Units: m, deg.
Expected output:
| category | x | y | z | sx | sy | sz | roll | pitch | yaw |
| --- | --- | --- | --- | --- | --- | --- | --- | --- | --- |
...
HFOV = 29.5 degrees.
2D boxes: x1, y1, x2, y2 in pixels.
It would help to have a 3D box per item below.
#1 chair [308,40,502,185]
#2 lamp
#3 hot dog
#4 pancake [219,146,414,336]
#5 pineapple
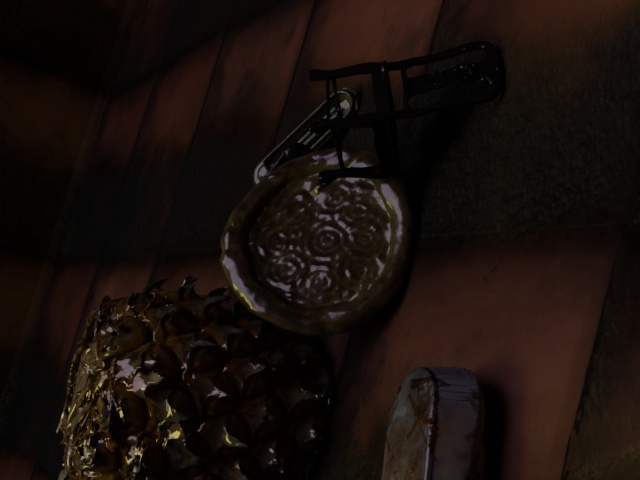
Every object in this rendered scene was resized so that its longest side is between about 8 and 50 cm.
| category | x | y | z | sx | sy | sz | roll | pitch | yaw |
| --- | --- | --- | --- | --- | --- | --- | --- | --- | --- |
| chair | 0.102 | -0.152 | 1.437 | 0.113 | 0.229 | 0.106 | 74 | -168 | -51 |
| lamp | 0.003 | -0.105 | 1.657 | 0.203 | 0.124 | 0.283 | -53 | 8 | 9 |
| hot dog | 0.103 | 0.249 | 1.169 | 0.144 | 0.075 | 0.268 | 151 | 130 | -65 |
| pancake | 0.000 | 0.000 | 1.478 | 0.250 | 0.031 | 0.250 | -7 | 68 | 16 |
| pineapple | -0.173 | 0.220 | 1.559 | 0.352 | 0.300 | 0.352 | -44 | 40 | 53 |
